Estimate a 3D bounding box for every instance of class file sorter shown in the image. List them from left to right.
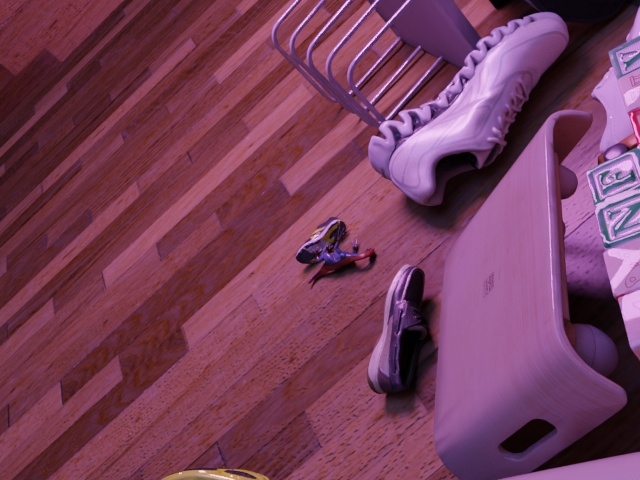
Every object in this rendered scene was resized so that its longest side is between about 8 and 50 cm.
[{"bbox_3d":[0.083,-0.266,1.154,0.173,0.193,0.278,-48,35,2],"label":"file sorter"}]

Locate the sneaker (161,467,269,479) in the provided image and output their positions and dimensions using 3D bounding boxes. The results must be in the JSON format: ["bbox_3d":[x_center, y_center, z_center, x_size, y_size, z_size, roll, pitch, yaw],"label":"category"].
[{"bbox_3d":[-0.170,0.339,0.928,0.295,0.109,0.123,-28,62,22],"label":"sneaker"}]

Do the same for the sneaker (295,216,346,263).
[{"bbox_3d":[0.000,0.000,1.124,0.083,0.031,0.035,-39,22,4],"label":"sneaker"}]

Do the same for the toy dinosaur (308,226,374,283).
[{"bbox_3d":[0.032,0.025,1.073,0.082,0.047,0.090,22,106,44],"label":"toy dinosaur"}]

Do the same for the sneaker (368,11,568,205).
[{"bbox_3d":[0.202,-0.158,1.018,0.292,0.110,0.118,-42,53,6],"label":"sneaker"}]

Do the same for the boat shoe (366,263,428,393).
[{"bbox_3d":[0.097,0.099,0.909,0.049,0.056,0.152,-1,65,40],"label":"boat shoe"}]

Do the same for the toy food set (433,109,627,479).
[{"bbox_3d":[0.197,0.055,0.767,0.220,0.092,0.306,119,166,-50],"label":"toy food set"}]

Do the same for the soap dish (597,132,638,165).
[{"bbox_3d":[0.377,-0.025,0.678,0.229,0.118,0.291,-34,36,18],"label":"soap dish"}]

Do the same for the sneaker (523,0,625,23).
[{"bbox_3d":[0.236,-0.367,1.062,0.178,0.295,0.124,-96,25,-64],"label":"sneaker"}]

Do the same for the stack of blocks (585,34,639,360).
[{"bbox_3d":[0.295,-0.046,0.603,0.171,0.087,0.297,-25,40,28],"label":"stack of blocks"}]

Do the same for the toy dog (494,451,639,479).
[{"bbox_3d":[0.205,0.180,0.409,0.408,0.395,0.284,-36,28,31],"label":"toy dog"}]

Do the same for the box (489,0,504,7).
[{"bbox_3d":[0.279,-0.495,1.246,0.184,0.103,0.261,-37,36,20],"label":"box"}]

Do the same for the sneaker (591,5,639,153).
[{"bbox_3d":[0.346,-0.186,0.910,0.094,0.080,0.212,-21,43,49],"label":"sneaker"}]
